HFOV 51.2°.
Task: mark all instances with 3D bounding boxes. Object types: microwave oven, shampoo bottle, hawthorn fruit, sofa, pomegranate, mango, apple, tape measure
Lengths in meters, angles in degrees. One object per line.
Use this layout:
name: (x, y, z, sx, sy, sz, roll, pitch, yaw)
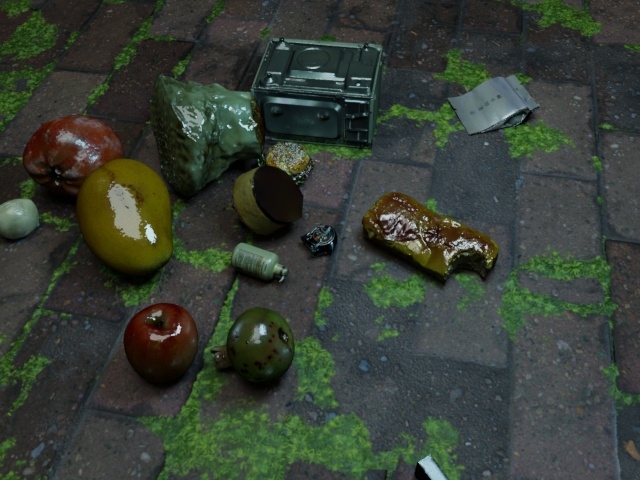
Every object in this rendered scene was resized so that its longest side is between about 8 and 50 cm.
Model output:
microwave oven: (-0.002, -0.508, 2.220, 0.394, 0.247, 0.333, 6, 49, 7)
shampoo bottle: (-0.162, 0.064, 1.841, 0.161, 0.079, 0.079, 18, 52, 17)
hawthorn fruit: (-0.743, -0.250, 2.033, 0.284, 0.284, 0.284, -1, 49, 1)
sofa: (0.253, 0.527, 1.437, 0.039, 0.060, 0.118, -21, 50, -23)
pomegranate: (-0.160, 0.253, 1.634, 0.210, 0.179, 0.179, 2, 41, 47)
mango: (-0.540, -0.060, 1.879, 0.263, 0.221, 0.378, -19, 60, -18)
apple: (-0.386, 0.249, 1.634, 0.180, 0.168, 0.181, -3, 45, 3)
tape measure: (0.002, 0.000, 1.907, 0.094, 0.054, 0.091, -27, 55, -11)

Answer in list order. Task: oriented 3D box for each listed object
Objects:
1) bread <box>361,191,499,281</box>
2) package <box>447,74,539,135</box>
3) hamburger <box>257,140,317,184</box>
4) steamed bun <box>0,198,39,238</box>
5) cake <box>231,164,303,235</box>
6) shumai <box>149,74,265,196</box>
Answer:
bread: (0.301, -0.001, 1.862, 0.380, 0.109, 0.185, 29, 56, 22)
package: (0.589, -0.459, 2.284, 0.250, 0.062, 0.204, -21, 51, 2)
hamburger: (-0.111, -0.247, 2.099, 0.189, 0.093, 0.164, 11, 51, 14)
steamed bun: (-0.893, -0.061, 1.957, 0.129, 0.113, 0.091, -18, 49, -21)
cake: (-0.175, -0.101, 1.944, 0.208, 0.178, 0.185, 48, 41, -8)
shumai: (-0.340, -0.340, 2.062, 0.323, 0.324, 0.397, -15, 48, -21)
